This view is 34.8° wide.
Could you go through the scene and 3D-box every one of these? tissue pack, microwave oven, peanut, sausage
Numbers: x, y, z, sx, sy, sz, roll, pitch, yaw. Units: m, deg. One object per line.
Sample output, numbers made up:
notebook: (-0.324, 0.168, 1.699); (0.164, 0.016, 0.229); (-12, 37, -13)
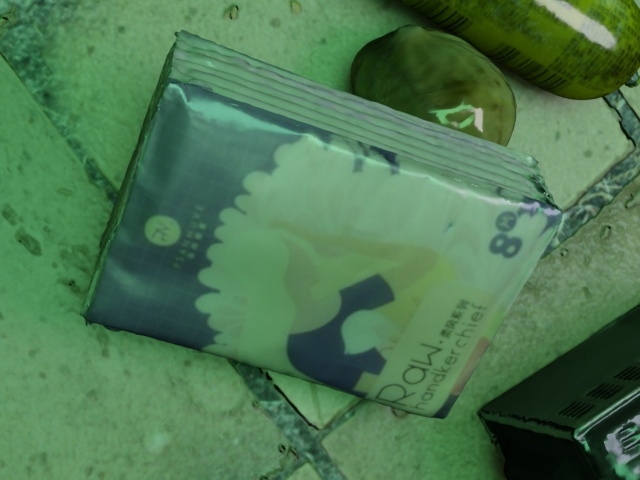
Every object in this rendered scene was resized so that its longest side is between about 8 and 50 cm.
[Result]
tissue pack: (0.000, 0.000, 0.861); (0.344, 0.125, 0.242); (18, 119, -13)
microwave oven: (0.364, 0.256, 0.946); (0.286, 0.218, 0.355); (-28, 95, -16)
peanut: (0.106, -0.128, 0.938); (0.140, 0.109, 0.159); (-24, 59, -21)
sausage: (0.171, -0.238, 0.960); (0.347, 0.123, 0.123); (28, 80, -17)
